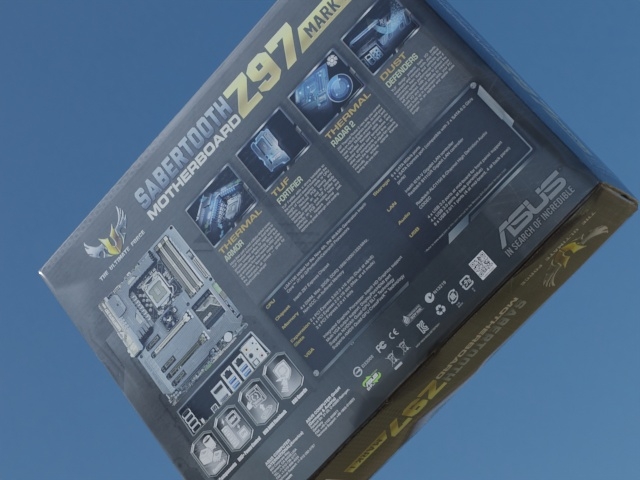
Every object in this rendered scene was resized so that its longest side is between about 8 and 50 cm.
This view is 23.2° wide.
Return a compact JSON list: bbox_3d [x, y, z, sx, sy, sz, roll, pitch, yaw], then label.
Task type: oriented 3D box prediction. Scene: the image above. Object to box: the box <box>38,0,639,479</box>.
[{"bbox_3d":[0.000,0.000,0.715,0.233,0.183,0.059,-47,-27,13],"label":"box"}]
